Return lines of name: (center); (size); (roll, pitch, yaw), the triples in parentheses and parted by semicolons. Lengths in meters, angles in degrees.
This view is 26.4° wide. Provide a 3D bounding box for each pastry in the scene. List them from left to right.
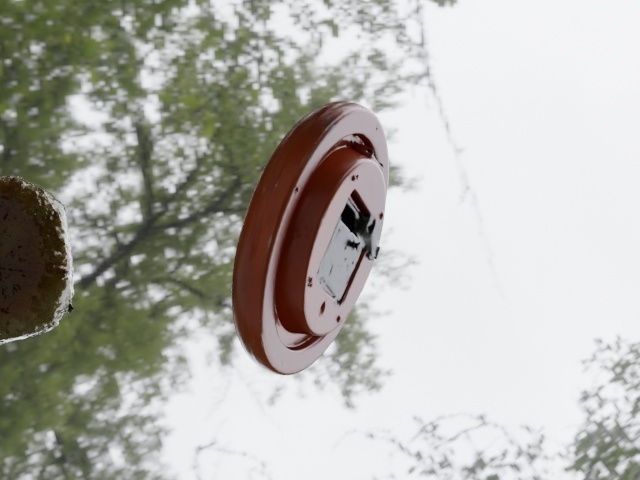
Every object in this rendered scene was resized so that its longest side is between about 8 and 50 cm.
pastry: (-0.368, 0.021, 1.515); (0.182, 0.093, 0.192); (-8, -97, -1)

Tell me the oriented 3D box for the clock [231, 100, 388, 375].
clock: (0.000, 0.000, 0.989); (0.051, 0.205, 0.205); (17, -72, 23)
